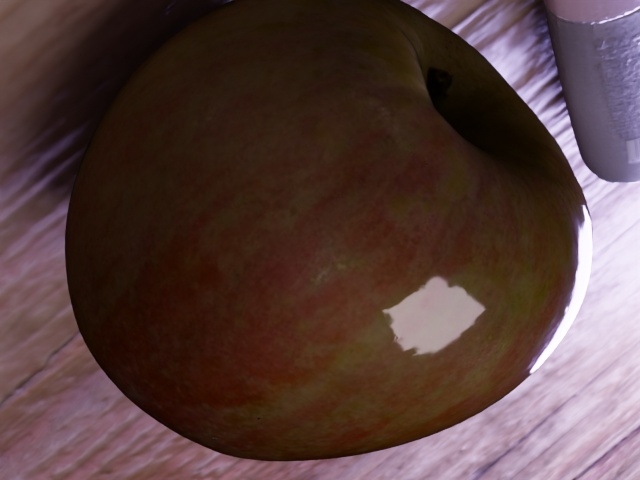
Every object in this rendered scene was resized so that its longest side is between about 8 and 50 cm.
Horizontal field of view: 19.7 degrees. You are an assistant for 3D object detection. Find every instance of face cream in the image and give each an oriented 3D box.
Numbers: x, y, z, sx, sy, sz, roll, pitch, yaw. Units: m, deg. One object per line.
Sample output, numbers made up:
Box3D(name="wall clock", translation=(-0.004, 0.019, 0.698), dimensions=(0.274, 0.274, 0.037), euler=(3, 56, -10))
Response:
Box3D(name="face cream", translation=(0.198, -0.133, 1.171), dimensions=(0.107, 0.073, 0.269), euler=(-39, 152, -8))

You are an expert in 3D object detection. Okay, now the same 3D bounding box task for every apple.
Box3D(name="apple", translation=(0.000, 0.000, 0.953), dimensions=(0.234, 0.257, 0.257), euler=(-46, 151, 19))
